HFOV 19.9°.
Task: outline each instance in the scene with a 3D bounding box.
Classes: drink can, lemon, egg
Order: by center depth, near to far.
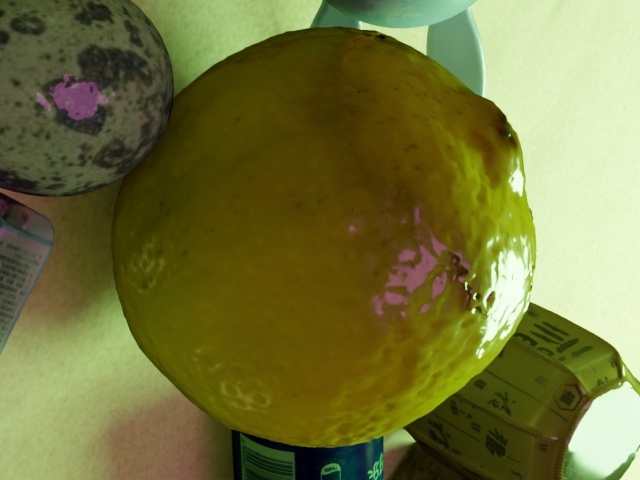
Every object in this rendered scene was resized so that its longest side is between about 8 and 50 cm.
[{"bbox_3d":[-0.167,-0.092,1.066,0.172,0.132,0.132,1,109,-36],"label":"egg"},{"bbox_3d":[0.001,-0.001,1.183,0.293,0.293,0.293,-24,126,-38],"label":"lemon"},{"bbox_3d":[-0.009,0.196,1.397,0.118,0.118,0.204,-25,128,-37],"label":"drink can"}]

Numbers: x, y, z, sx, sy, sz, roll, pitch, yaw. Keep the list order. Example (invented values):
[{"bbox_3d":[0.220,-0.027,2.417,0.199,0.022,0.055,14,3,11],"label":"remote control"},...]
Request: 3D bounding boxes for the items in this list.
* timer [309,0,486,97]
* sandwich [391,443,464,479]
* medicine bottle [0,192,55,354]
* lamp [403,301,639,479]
[{"bbox_3d":[0.056,-0.198,1.260,0.175,0.175,0.255,-47,161,-20],"label":"timer"},{"bbox_3d":[0.113,0.336,1.590,0.325,0.131,0.262,-49,136,-20],"label":"sandwich"},{"bbox_3d":[-0.249,0.046,1.056,0.094,0.119,0.188,27,88,-50],"label":"medicine bottle"},{"bbox_3d":[0.162,0.133,1.494,0.161,0.185,0.161,-22,123,-39],"label":"lamp"}]
